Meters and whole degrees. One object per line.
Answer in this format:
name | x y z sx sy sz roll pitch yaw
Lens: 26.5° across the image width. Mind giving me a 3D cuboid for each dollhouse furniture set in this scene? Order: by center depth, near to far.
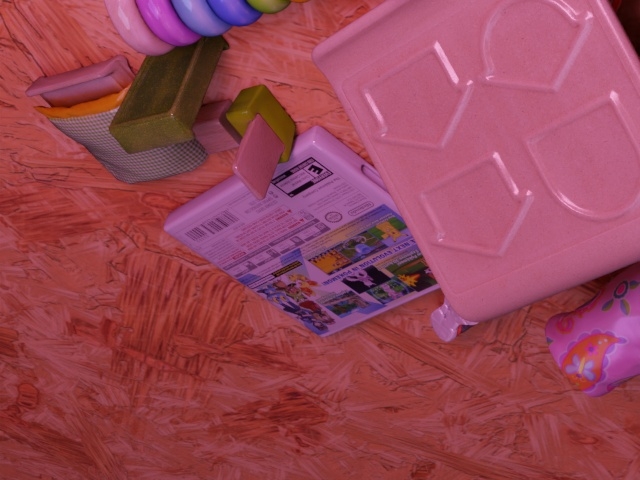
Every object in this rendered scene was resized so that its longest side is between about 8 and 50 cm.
dollhouse furniture set | -0.212 -0.113 1.630 0.301 0.151 0.197 -9 137 33

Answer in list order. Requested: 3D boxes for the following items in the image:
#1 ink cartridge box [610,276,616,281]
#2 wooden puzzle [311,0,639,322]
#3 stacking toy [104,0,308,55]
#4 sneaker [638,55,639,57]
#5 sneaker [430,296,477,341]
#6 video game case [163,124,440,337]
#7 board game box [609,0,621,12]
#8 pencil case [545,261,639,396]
ink cartridge box | 0.406 0.076 1.713 0.083 0.048 0.028 5 143 18
wooden puzzle | 0.195 -0.114 1.359 0.322 0.080 0.348 -27 97 41
stacking toy | -0.049 -0.277 1.359 0.330 0.141 0.141 -6 139 25
sneaker | 0.320 -0.104 1.421 0.126 0.127 0.321 25 149 -38
sneaker | 0.202 0.083 1.813 0.061 0.065 0.158 62 152 9
video game case | 0.000 0.000 1.798 0.300 0.036 0.329 36 141 -25
board game box | 0.197 -0.248 1.359 0.193 0.045 0.147 16 146 2
pencil case | 0.402 0.074 1.609 0.124 0.124 0.284 33 128 -22
